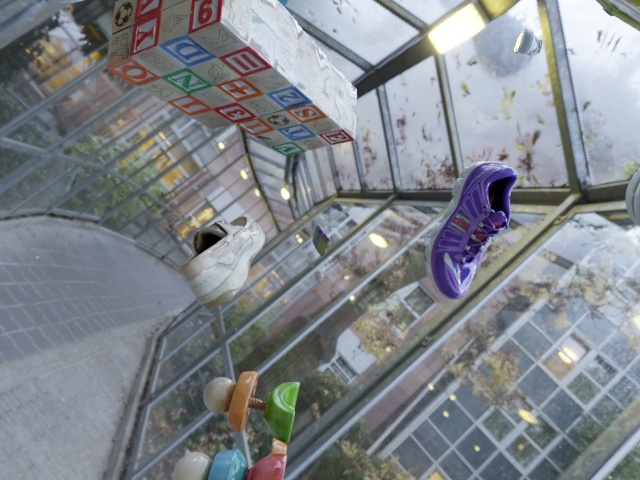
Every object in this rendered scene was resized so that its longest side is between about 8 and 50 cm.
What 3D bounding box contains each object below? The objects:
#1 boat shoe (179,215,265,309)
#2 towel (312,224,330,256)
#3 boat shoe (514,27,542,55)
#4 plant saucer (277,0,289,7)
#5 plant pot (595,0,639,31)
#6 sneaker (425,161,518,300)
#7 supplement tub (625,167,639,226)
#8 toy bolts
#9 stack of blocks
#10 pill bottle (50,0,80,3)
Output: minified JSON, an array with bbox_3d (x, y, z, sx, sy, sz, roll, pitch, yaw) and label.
[{"bbox_3d":[-0.199,0.008,0.931,0.110,0.122,0.341,55,11,-19],"label":"boat shoe"},{"bbox_3d":[0.000,0.000,1.173,0.010,0.060,0.083,6,26,-26],"label":"towel"},{"bbox_3d":[0.312,-0.291,0.663,0.035,0.035,0.100,17,20,12],"label":"boat shoe"},{"bbox_3d":[-0.117,-0.404,0.649,0.044,0.317,0.317,44,-10,4],"label":"plant saucer"},{"bbox_3d":[0.386,-0.321,0.441,0.227,0.207,0.228,8,44,-35],"label":"plant pot"},{"bbox_3d":[0.175,-0.012,0.513,0.068,0.169,0.071,18,1,-26],"label":"sneaker"},{"bbox_3d":[0.786,-0.067,0.879,0.228,0.228,0.316,51,14,-7],"label":"supplement tub"},{"bbox_3d":[-0.137,0.350,0.723,0.159,0.218,0.228,12,17,0],"label":"toy bolts"},{"bbox_3d":[-0.092,-0.209,0.586,0.171,0.087,0.297,-5,-14,30],"label":"stack of blocks"},{"bbox_3d":[-0.511,-0.580,0.840,0.121,0.121,0.216,44,-25,32],"label":"pill bottle"}]
